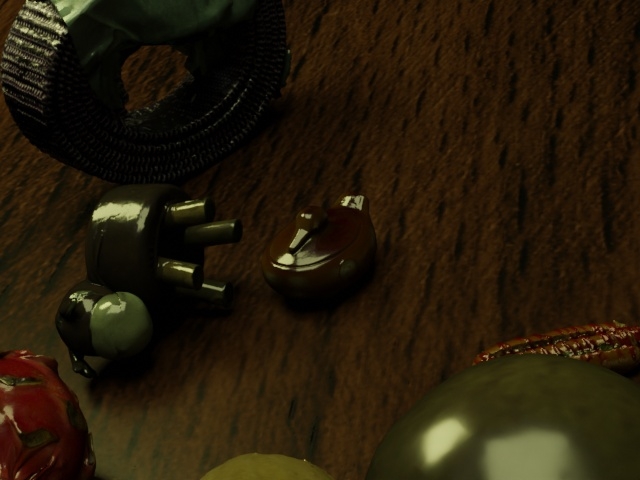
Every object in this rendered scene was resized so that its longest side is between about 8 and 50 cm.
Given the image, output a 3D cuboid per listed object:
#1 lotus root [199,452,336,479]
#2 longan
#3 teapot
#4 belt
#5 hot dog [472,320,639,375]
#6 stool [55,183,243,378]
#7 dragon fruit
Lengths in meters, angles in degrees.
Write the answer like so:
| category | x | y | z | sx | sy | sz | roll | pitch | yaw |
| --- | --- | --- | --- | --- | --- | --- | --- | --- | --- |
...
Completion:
| category | x | y | z | sx | sy | sz | roll | pitch | yaw |
| --- | --- | --- | --- | --- | --- | --- | --- | --- | --- |
| lotus root | -0.032 | 0.234 | 0.935 | 0.146 | 0.130 | 0.303 | -12 | 32 | 3 |
| longan | 0.143 | 0.181 | 0.894 | 0.246 | 0.215 | 0.246 | 28 | 29 | -17 |
| teapot | 0.000 | 0.000 | 1.345 | 0.098 | 0.078 | 0.129 | 13 | 40 | 36 |
| belt | -0.179 | -0.194 | 1.544 | 0.325 | 0.260 | 0.122 | -24 | 33 | -36 |
| hot dog | 0.190 | 0.092 | 1.167 | 0.144 | 0.038 | 0.062 | -13 | 31 | 0 |
| stool | -0.154 | 0.031 | 1.318 | 0.121 | 0.125 | 0.217 | 5 | 45 | 24 |
| dragon fruit | -0.239 | 0.160 | 1.144 | 0.136 | 0.133 | 0.166 | -53 | 26 | 17 |
